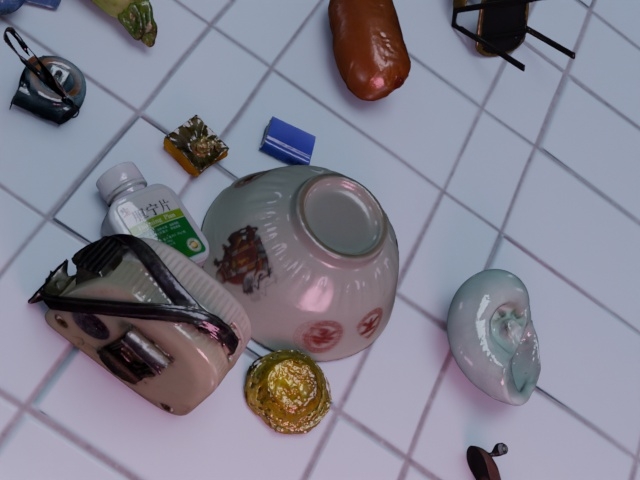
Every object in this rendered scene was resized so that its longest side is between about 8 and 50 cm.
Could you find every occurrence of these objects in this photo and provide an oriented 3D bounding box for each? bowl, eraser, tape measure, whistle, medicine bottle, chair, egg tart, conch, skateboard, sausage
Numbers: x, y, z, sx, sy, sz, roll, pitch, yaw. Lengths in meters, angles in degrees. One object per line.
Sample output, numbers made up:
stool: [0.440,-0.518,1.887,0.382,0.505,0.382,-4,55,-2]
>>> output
bowl: [0.000,0.000,1.489,0.337,0.157,0.337,13,56,-21]
eraser: [-0.054,-0.160,1.636,0.084,0.027,0.063,24,54,-15]
tape measure: [-0.231,0.094,1.254,0.271,0.231,0.133,40,53,-3]
whistle: [-0.469,-0.382,1.504,0.158,0.090,0.090,9,58,-26]
medicine bottle: [-0.248,-0.022,1.420,0.119,0.069,0.183,-26,76,-35]
tape measure: [-0.388,-0.252,1.422,0.104,0.180,0.107,13,56,-2]
chair: [0.371,-0.453,1.974,0.158,0.172,0.247,-18,29,-35]
egg tart: [-0.043,0.213,1.400,0.130,0.052,0.130,7,64,-16]
conch: [0.280,0.156,1.572,0.185,0.121,0.221,18,62,-23]
skateboard: [0.244,0.378,1.462,0.080,0.067,0.151,-2,67,-20]
sausage: [0.083,-0.365,1.774,0.133,0.133,0.258,4,62,-27]

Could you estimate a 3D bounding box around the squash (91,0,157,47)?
squash: [-0.351,-0.440,1.601,0.287,0.137,0.137,47,50,-11]

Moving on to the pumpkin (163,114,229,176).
pumpkin: [-0.193,-0.146,1.535,0.083,0.054,0.074,47,55,-3]
